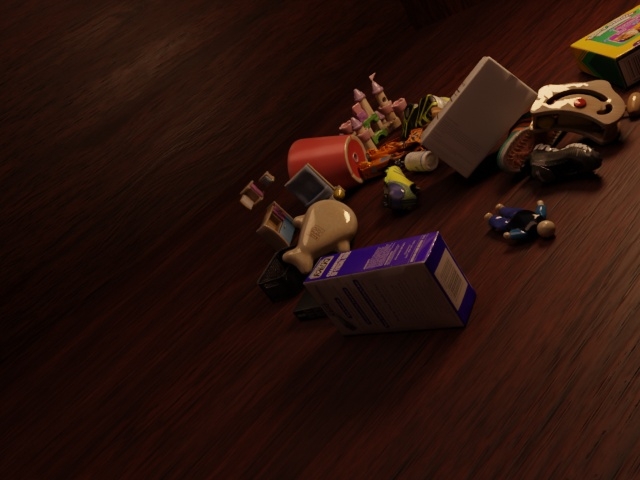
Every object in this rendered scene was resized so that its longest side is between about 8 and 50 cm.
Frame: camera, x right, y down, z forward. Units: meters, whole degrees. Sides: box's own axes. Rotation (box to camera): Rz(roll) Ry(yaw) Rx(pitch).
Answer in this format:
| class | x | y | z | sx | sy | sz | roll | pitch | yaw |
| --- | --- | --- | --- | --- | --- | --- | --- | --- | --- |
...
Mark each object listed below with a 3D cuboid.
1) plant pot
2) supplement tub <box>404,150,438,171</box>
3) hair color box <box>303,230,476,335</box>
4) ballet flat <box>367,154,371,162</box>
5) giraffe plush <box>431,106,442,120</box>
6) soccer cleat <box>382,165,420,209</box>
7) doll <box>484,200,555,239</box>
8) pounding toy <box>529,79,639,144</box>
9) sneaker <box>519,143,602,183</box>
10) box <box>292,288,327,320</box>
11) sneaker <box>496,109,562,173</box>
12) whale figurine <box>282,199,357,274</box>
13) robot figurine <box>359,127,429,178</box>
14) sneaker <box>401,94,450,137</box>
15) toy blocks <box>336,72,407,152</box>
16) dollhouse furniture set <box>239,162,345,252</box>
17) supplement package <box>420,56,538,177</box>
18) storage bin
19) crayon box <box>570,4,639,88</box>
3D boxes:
| class | x | y | z | sx | sy | sz | roll | pitch | yaw |
| --- | --- | --- | --- | --- | --- | --- | --- | --- | --- |
| plant pot | 0.042 | -0.299 | 2.081 | 0.243 | 0.274 | 0.275 | -10 | 32 | 32 |
| supplement tub | 0.348 | -0.272 | 1.800 | 0.071 | 0.071 | 0.107 | -43 | 22 | -17 |
| hair color box | 0.147 | 0.107 | 1.171 | 0.339 | 0.185 | 0.110 | -15 | 30 | 41 |
| ballet flat | 0.135 | -0.336 | 2.247 | 0.203 | 0.074 | 0.074 | -21 | 26 | 37 |
| giraffe plush | 0.479 | -0.369 | 1.736 | 0.171 | 0.181 | 0.210 | -14 | -6 | 23 |
| soccer cleat | 0.268 | -0.173 | 1.733 | 0.121 | 0.093 | 0.289 | 1 | 25 | 7 |
| doll | 0.465 | -0.046 | 1.205 | 0.129 | 0.046 | 0.189 | -39 | 22 | -6 |
| pounding toy | 0.680 | -0.301 | 1.342 | 0.270 | 0.154 | 0.154 | 0 | 58 | 19 |
| sneaker | 0.577 | -0.181 | 1.281 | 0.106 | 0.078 | 0.234 | -41 | 18 | -4 |
| box | 0.035 | 0.136 | 1.464 | 0.191 | 0.045 | 0.184 | -17 | 26 | 41 |
| sneaker | 0.575 | -0.283 | 1.465 | 0.302 | 0.108 | 0.121 | -42 | 14 | -21 |
| whale figurine | 0.000 | 0.000 | 1.657 | 0.216 | 0.141 | 0.272 | 31 | 67 | 18 |
| robot figurine | 0.295 | -0.333 | 1.982 | 0.291 | 0.085 | 0.211 | -19 | 28 | 36 |
| sneaker | 0.425 | -0.473 | 2.058 | 0.147 | 0.145 | 0.385 | 3 | 7 | -11 |
| toy blocks | 0.197 | -0.557 | 2.346 | 0.289 | 0.260 | 0.309 | -41 | 22 | -11 |
| dollhouse furniture set | -0.103 | -0.152 | 1.926 | 0.303 | 0.286 | 0.198 | -39 | 19 | 24 |
| supplement package | 0.452 | -0.361 | 1.527 | 0.293 | 0.178 | 0.175 | -52 | 3 | 22 |
| storage bin | -0.108 | 0.102 | 1.690 | 0.122 | 0.084 | 0.180 | -19 | 28 | 35 |
| crayon box | 0.976 | -0.609 | 1.523 | 0.363 | 0.106 | 0.313 | -29 | 22 | 16 |
